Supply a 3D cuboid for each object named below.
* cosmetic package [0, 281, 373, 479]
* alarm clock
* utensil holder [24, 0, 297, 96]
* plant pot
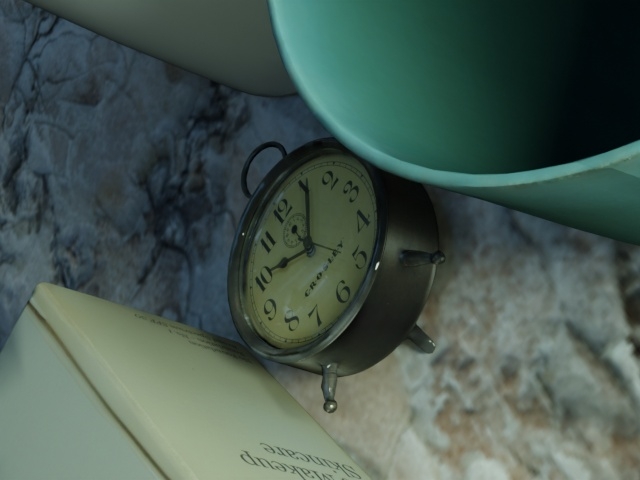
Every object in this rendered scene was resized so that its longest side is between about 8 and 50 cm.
[{"bbox_3d":[-0.052,0.152,0.625,0.309,0.160,0.113,37,102,48],"label":"cosmetic package"},{"bbox_3d":[0.000,0.000,0.705,0.129,0.064,0.192,-55,44,17],"label":"alarm clock"},{"bbox_3d":[-0.129,-0.294,0.727,0.327,0.385,0.328,-22,59,42],"label":"utensil holder"},{"bbox_3d":[0.161,-0.122,0.441,0.293,0.235,0.293,-22,58,41],"label":"plant pot"}]
